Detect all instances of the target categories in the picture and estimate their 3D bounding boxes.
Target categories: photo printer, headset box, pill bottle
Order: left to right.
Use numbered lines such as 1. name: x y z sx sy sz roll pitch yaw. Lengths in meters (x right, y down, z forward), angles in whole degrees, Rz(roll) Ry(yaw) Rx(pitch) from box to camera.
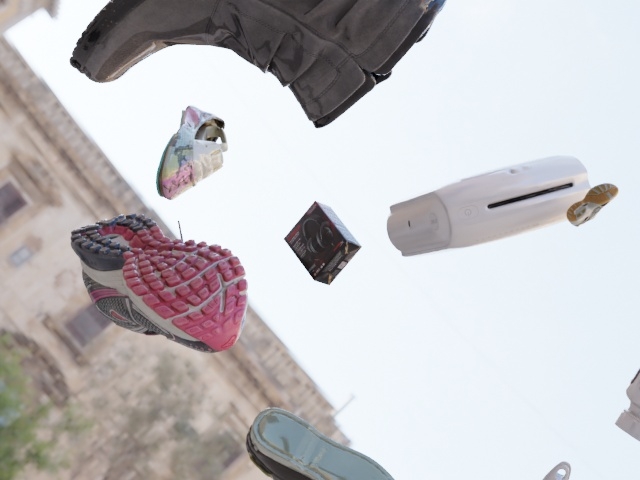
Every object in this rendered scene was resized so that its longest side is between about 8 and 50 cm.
1. headset box: 0.000 0.000 1.388 0.032 0.062 0.083 20 27 -50
2. photo printer: 0.263 -0.052 1.889 0.307 0.256 0.107 163 -87 -75
3. pill bottle: 0.521 0.212 1.787 0.108 0.193 0.108 32 4 -3

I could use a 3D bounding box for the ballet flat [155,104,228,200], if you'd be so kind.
1. ballet flat: -0.166 -0.123 1.637 0.079 0.221 0.077 3 -61 3

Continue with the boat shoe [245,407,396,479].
1. boat shoe: 0.010 0.289 1.467 0.227 0.081 0.069 35 -36 6

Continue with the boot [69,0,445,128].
1. boot: -0.067 -0.182 1.108 0.338 0.118 0.223 -31 -71 40

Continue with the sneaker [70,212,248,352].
1. sneaker: -0.166 0.058 1.305 0.299 0.120 0.112 26 -49 54

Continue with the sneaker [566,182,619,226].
1. sneaker: 0.388 -0.051 1.720 0.032 0.083 0.037 61 6 33

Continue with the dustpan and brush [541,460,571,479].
1. dustpan and brush: 0.185 0.290 1.173 0.147 0.060 0.211 31 -74 7
